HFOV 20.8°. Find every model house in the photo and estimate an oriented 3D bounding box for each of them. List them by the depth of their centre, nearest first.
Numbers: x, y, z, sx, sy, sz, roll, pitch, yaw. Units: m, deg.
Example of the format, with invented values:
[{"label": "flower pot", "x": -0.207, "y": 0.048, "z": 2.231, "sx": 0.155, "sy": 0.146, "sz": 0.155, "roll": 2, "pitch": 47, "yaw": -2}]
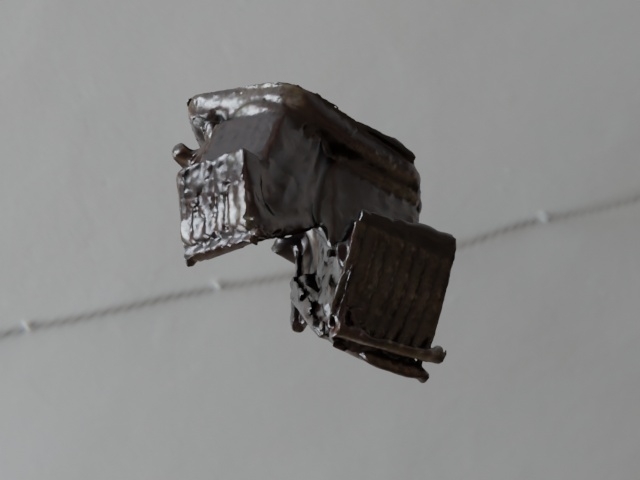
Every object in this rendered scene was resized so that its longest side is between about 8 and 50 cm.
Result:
[{"label": "model house", "x": -0.010, "y": 0.001, "z": 1.120, "sx": 0.203, "sy": 0.164, "sz": 0.141, "roll": 27, "pitch": -38, "yaw": -19}]
